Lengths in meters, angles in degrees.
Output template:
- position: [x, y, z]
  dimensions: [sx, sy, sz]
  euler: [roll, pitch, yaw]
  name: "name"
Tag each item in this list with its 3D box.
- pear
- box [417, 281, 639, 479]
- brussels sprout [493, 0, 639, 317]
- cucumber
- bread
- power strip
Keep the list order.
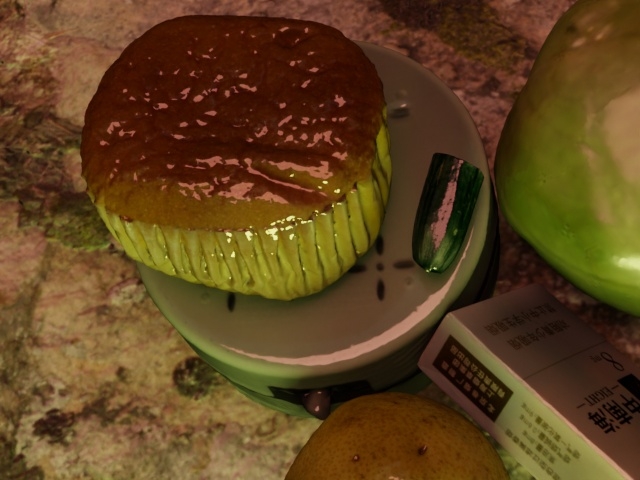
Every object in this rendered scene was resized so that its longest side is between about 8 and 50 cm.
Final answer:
- position: [0.070, 0.229, 0.935]
  dimensions: [0.197, 0.197, 0.197]
  euler: [-5, 65, 11]
  name: "pear"
- position: [0.219, 0.145, 0.964]
  dimensions: [0.243, 0.155, 0.067]
  euler: [44, 125, 27]
  name: "box"
- position: [0.307, -0.083, 1.004]
  dimensions: [0.328, 0.247, 0.327]
  euler: [0, 73, -1]
  name: "brussels sprout"
- position: [0.103, -0.019, 0.953]
  dimensions: [0.048, 0.048, 0.105]
  euler: [12, 74, 19]
  name: "cucumber"
- position: [-0.067, -0.072, 0.961]
  dimensions: [0.254, 0.142, 0.227]
  euler: [9, 62, 18]
  name: "bread"
- position: [0.000, 0.000, 1.081]
  dimensions: [0.358, 0.161, 0.357]
  euler: [-4, 66, 10]
  name: "power strip"
